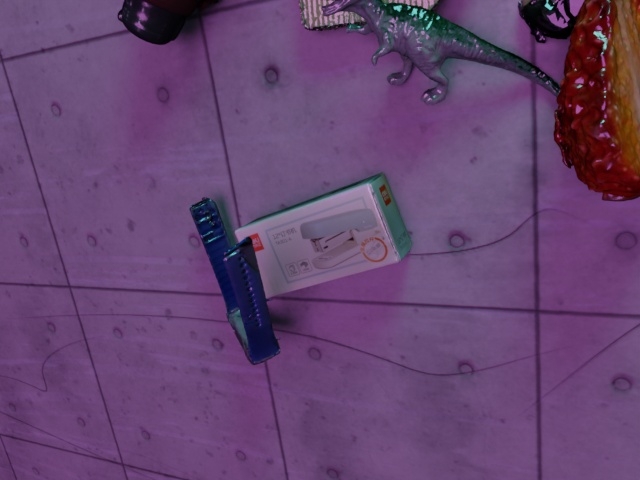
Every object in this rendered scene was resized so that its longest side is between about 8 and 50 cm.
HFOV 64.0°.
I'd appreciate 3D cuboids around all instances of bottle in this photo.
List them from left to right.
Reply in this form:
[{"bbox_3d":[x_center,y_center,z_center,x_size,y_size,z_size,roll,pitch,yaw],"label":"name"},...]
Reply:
[{"bbox_3d":[-0.206,-0.420,0.743,0.156,0.143,0.271,18,120,-26],"label":"bottle"}]

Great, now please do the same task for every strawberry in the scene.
[{"bbox_3d":[0.320,-0.161,0.584,0.111,0.190,0.237,-3,110,57],"label":"strawberry"}]

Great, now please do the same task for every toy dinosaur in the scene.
[{"bbox_3d":[0.161,-0.228,0.683,0.383,0.076,0.129,20,150,-10],"label":"toy dinosaur"}]

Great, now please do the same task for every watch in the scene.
[{"bbox_3d":[-0.122,0.085,0.831,0.276,0.068,0.275,-142,35,-61],"label":"watch"}]

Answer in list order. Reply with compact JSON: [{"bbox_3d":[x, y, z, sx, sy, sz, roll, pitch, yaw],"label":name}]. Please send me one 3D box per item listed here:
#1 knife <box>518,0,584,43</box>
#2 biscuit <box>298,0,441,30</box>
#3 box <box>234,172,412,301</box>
[{"bbox_3d":[0.392,-0.318,0.535,0.365,0.043,0.089,-19,101,34],"label":"knife"},{"bbox_3d":[0.085,-0.367,0.675,0.249,0.046,0.147,2,110,24],"label":"biscuit"},{"bbox_3d":[0.000,0.000,0.832,0.269,0.079,0.135,-17,100,29],"label":"box"}]
